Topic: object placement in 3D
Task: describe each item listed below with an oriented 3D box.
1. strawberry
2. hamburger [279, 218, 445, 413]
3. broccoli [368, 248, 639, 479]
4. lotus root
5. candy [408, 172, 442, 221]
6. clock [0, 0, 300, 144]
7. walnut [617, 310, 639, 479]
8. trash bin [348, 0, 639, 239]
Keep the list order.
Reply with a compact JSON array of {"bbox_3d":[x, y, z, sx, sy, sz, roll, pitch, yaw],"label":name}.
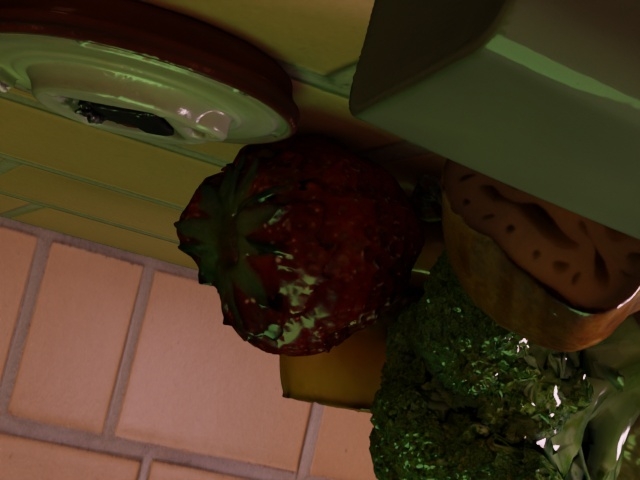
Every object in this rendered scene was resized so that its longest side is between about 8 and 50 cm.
[{"bbox_3d":[0.000,0.000,1.268,0.288,0.250,0.238,7,144,-42],"label":"strawberry"},{"bbox_3d":[0.131,0.106,1.559,0.395,0.277,0.396,10,171,2],"label":"hamburger"},{"bbox_3d":[0.203,0.186,1.206,0.413,0.310,0.321,58,155,-12],"label":"broccoli"},{"bbox_3d":[0.200,-0.010,0.908,0.188,0.199,0.180,49,166,25],"label":"lotus root"},{"bbox_3d":[0.128,-0.045,1.356,0.053,0.046,0.182,14,174,3],"label":"candy"},{"bbox_3d":[-0.176,-0.141,1.067,0.318,0.080,0.318,13,171,2],"label":"clock"},{"bbox_3d":[0.433,0.203,1.413,0.277,0.252,0.313,28,146,27],"label":"walnut"},{"bbox_3d":[0.211,-0.079,0.605,0.343,0.158,0.223,16,171,-17],"label":"trash bin"}]
